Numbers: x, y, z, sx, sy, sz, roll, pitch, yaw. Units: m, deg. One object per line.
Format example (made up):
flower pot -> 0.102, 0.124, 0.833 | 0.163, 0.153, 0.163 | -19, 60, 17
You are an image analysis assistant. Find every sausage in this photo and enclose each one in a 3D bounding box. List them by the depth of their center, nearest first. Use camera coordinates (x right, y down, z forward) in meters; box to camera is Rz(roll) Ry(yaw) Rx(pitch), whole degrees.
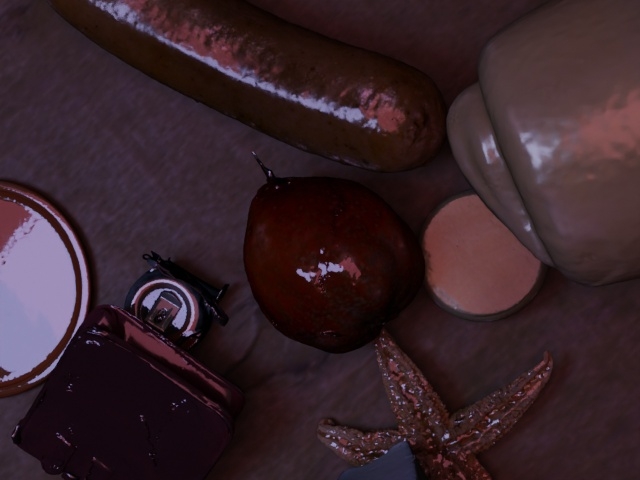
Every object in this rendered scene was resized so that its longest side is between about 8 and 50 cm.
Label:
sausage -> -0.096, -0.201, 1.702 | 0.501, 0.136, 0.123 | 26, 66, 10

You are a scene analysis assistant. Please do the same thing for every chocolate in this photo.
chocolate -> 0.293, -0.095, 1.549 | 0.297, 0.326, 0.314 | -30, 123, 5

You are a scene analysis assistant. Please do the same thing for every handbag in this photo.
handbag -> -0.206, 0.196, 1.707 | 0.203, 0.074, 0.216 | 33, 120, 0

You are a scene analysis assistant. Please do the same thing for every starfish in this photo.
starfish -> 0.115, 0.201, 1.698 | 0.231, 0.048, 0.295 | 41, 101, 5

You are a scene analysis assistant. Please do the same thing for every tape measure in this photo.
tape measure -> -0.161, 0.078, 1.691 | 0.104, 0.180, 0.107 | 28, 92, -8

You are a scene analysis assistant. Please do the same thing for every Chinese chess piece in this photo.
Chinese chess piece -> 0.173, 0.016, 1.694 | 0.144, 0.058, 0.144 | 0, 88, 10

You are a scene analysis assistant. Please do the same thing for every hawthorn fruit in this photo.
hawthorn fruit -> 0.000, 0.000, 1.667 | 0.181, 0.181, 0.235 | -35, 80, 6

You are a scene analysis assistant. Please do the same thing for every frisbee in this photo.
frisbee -> -0.379, 0.055, 1.795 | 0.251, 0.021, 0.250 | 0, 88, 8

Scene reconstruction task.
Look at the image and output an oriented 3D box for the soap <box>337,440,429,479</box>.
soap -> 0.120, 0.367, 1.618 | 0.095, 0.173, 0.289 | -27, 100, 5
